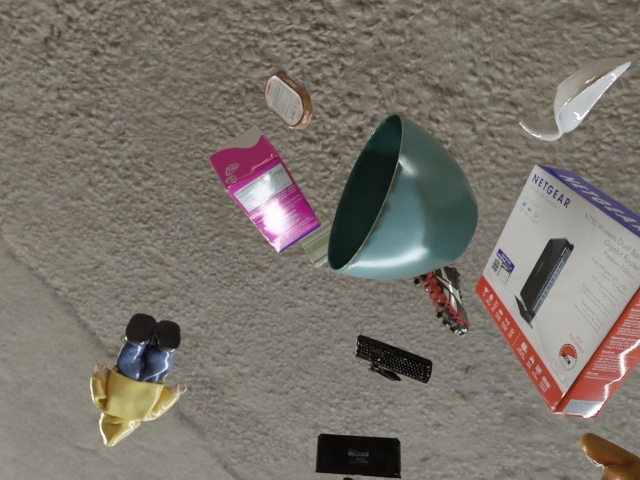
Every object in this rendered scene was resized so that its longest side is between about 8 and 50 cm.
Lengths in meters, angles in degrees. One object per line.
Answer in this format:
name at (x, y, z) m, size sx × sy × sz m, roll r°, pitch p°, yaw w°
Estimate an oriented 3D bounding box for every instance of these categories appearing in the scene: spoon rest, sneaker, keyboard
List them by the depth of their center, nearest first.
spoon rest at (0.490, -0.264, 0.869) m, size 0.137 × 0.276 × 0.084 m, roll -33°, pitch 85°, yaw -1°
keyboard at (0.080, 0.473, 0.944) m, size 0.180 × 0.108 × 0.023 m, roll 1°, pitch 144°, yaw 6°
keyboard at (0.168, 0.299, 1.062) m, size 0.192 × 0.038 × 0.100 m, roll 15°, pitch 123°, yaw 28°
sneaker at (0.396, 0.159, 1.386) m, size 0.276 × 0.135 × 0.097 m, roll 58°, pitch 166°, yaw 9°

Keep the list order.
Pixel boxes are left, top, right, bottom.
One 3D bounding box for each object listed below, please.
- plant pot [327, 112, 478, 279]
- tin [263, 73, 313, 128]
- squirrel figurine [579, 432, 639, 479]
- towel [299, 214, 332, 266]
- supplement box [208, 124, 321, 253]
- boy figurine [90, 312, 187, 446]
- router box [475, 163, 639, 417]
plant pot at (0.158, -0.051, 0.792) m, size 0.195 × 0.290 × 0.290 m, roll 20°, pitch 125°, yaw -12°
tin at (-0.091, -0.381, 1.214) m, size 0.189 × 0.040 × 0.106 m, roll 47°, pitch 127°, yaw 30°
squirrel figurine at (0.646, 0.690, 0.909) m, size 0.397 × 0.370 × 0.281 m, roll 16°, pitch 134°, yaw 57°
towel at (0.000, 0.000, 1.323) m, size 0.113 × 0.152 × 0.023 m, roll -32°, pitch 140°, yaw -2°
supplement box at (-0.101, -0.092, 0.859) m, size 0.114 × 0.111 × 0.220 m, roll -33°, pitch 142°, yaw -2°
boy figurine at (-0.356, 0.286, 0.870) m, size 0.177 × 0.092 × 0.285 m, roll 17°, pitch 113°, yaw -20°
router box at (0.420, 0.069, 0.773) m, size 0.082 × 0.335 × 0.301 m, roll 9°, pitch 118°, yaw -9°
